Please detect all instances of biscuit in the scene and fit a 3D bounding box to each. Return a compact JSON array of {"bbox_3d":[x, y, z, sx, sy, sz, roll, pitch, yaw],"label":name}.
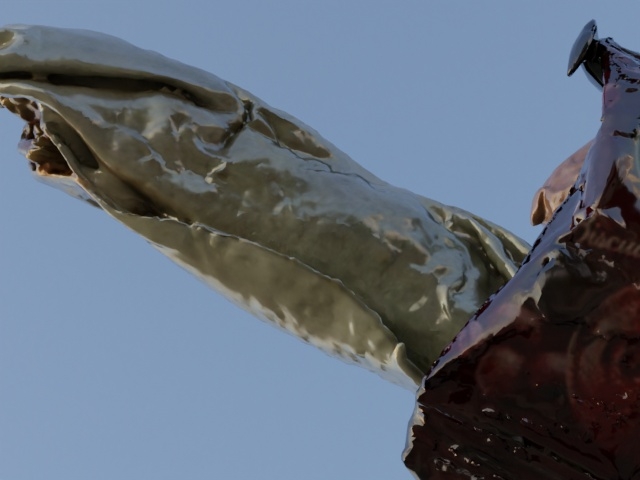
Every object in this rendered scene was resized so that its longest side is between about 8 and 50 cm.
[{"bbox_3d":[0.133,0.013,0.545,0.151,0.235,0.063,21,-28,16],"label":"biscuit"}]

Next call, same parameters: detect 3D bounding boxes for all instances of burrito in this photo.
[{"bbox_3d":[0.000,0.000,0.678,0.392,0.117,0.076,28,-64,15],"label":"burrito"}]

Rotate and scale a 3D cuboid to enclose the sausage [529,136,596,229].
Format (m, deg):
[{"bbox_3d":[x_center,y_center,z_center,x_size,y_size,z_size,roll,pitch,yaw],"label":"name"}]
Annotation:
[{"bbox_3d":[0.246,-0.073,0.877,0.289,0.086,0.086,-37,-62,-8],"label":"sausage"}]
